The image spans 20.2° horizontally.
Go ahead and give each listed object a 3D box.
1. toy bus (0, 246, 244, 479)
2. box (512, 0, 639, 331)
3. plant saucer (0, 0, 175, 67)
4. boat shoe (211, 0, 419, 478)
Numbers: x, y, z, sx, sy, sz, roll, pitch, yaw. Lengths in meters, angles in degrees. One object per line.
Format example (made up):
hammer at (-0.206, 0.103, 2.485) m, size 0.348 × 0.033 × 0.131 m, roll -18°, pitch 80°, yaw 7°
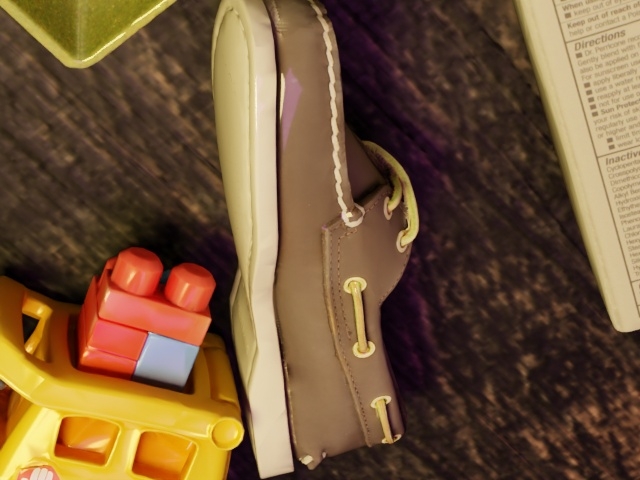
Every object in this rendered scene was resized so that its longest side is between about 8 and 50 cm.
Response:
toy bus at (-0.148, 0.091, 0.990) m, size 0.220 × 0.149 × 0.211 m, roll 14°, pitch 112°, yaw -14°
box at (0.167, -0.119, 0.869) m, size 0.148 × 0.121 × 0.311 m, roll -16°, pitch 128°, yaw 6°
plant saucer at (-0.107, -0.198, 0.821) m, size 0.188 × 0.045 × 0.188 m, roll -35°, pitch 124°, yaw 18°
boat shoe at (0.000, 0.000, 0.949) m, size 0.097 × 0.116 × 0.324 m, roll -8°, pitch 132°, yaw -7°
